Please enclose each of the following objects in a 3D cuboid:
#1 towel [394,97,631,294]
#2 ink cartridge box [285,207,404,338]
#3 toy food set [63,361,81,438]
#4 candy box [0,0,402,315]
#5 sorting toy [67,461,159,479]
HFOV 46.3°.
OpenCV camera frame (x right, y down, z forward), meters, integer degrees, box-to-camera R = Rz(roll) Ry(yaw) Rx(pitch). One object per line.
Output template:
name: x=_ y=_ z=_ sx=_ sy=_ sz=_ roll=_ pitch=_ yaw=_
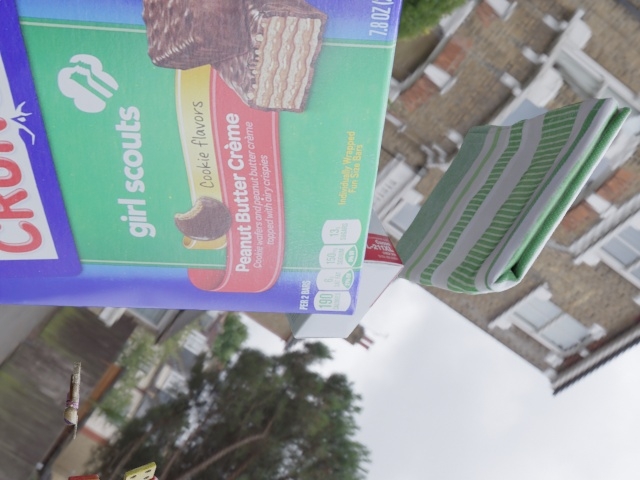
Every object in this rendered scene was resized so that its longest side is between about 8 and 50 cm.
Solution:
towel: x=0.197 y=-0.050 z=0.887 sx=0.248 sy=0.038 sz=0.325 roll=-56 pitch=-166 yaw=-6
ink cartridge box: x=0.000 y=0.000 z=0.820 sx=0.127 sy=0.072 sz=0.175 roll=-55 pitch=-136 yaw=36
toy food set: x=-0.381 y=0.237 z=1.149 sx=0.078 sy=0.019 sz=0.122 roll=-124 pitch=-140 yaw=-66
candy box: x=-0.121 y=-0.088 z=0.490 sx=0.122 sy=0.317 sz=0.268 roll=-91 pitch=-175 yaw=-52
sorting toy: x=-0.373 y=0.398 z=1.135 sx=0.274 sy=0.046 sz=0.132 roll=-26 pitch=152 yaw=-9
